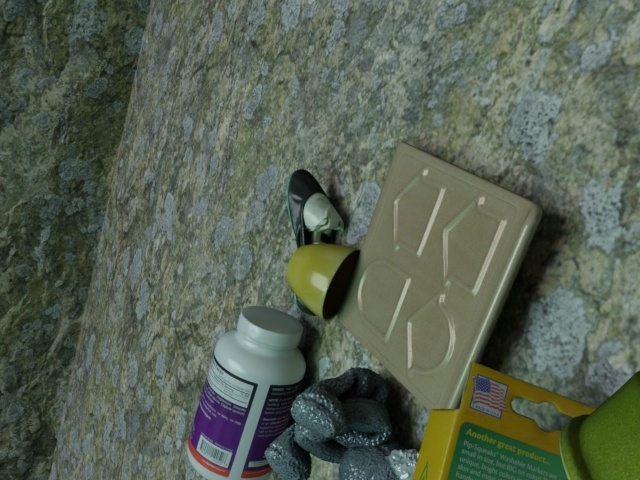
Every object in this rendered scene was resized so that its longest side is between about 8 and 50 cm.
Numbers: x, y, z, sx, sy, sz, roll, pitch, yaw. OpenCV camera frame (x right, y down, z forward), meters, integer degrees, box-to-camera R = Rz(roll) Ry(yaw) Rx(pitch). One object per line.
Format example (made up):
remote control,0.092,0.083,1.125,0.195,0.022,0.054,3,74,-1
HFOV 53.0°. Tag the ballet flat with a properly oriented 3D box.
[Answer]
ballet flat,0.000,0.000,1.207,0.096,0.095,0.281,-7,87,45

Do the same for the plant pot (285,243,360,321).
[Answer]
plant pot,-0.003,0.058,1.103,0.095,0.134,0.134,24,106,20

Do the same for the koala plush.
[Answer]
koala plush,0.071,0.326,0.974,0.221,0.203,0.196,46,133,26

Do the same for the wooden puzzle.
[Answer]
wooden puzzle,0.167,0.049,0.954,0.348,0.080,0.322,43,118,57

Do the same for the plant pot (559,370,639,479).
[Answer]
plant pot,0.405,0.121,0.371,0.353,0.366,0.366,-55,40,17

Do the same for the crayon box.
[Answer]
crayon box,0.192,0.317,0.676,0.083,0.203,0.323,130,161,-71

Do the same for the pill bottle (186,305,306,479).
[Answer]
pill bottle,-0.138,0.299,1.252,0.181,0.181,0.323,36,112,53
